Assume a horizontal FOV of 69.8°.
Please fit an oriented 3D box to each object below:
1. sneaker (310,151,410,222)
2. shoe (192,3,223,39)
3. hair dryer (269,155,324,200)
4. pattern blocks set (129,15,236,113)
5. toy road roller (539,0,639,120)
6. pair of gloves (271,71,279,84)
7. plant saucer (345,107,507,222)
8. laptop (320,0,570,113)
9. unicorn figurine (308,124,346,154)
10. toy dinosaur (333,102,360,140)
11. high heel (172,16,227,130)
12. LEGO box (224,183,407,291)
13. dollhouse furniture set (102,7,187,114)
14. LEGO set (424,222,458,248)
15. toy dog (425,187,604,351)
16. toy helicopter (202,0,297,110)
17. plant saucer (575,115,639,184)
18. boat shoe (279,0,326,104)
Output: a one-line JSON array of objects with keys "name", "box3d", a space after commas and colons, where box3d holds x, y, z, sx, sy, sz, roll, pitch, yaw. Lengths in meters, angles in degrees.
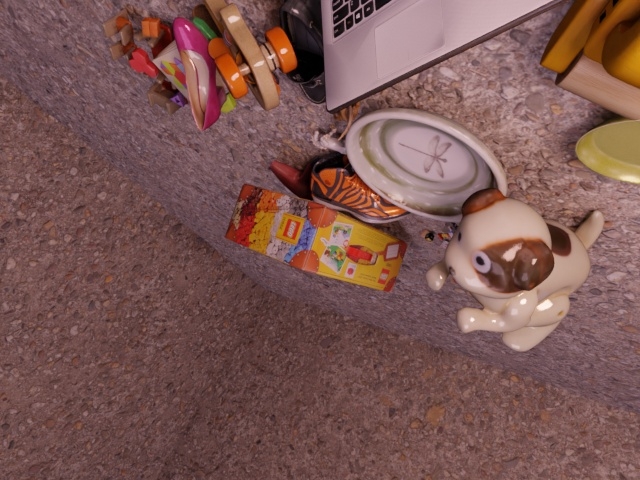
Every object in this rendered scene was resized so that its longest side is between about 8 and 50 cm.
[{"name": "sneaker", "box3d": [0.119, -0.161, 1.351, 0.320, 0.125, 0.180, 10, 141, 10]}, {"name": "shoe", "box3d": [-0.214, -0.469, 1.099, 0.219, 0.077, 0.058, 34, 155, -21]}, {"name": "hair dryer", "box3d": [-0.043, -0.222, 1.540, 0.293, 0.080, 0.224, 13, 141, 25]}, {"name": "pattern blocks set", "box3d": [-0.330, -0.428, 1.151, 0.285, 0.026, 0.324, 38, 151, -25]}, {"name": "toy road roller", "box3d": [0.413, -0.238, 0.550, 0.202, 0.241, 0.330, 27, 161, 6]}, {"name": "pair of gloves", "box3d": [-0.148, -0.433, 1.199, 0.083, 0.010, 0.074, 16, 159, 39]}, {"name": "plant saucer", "box3d": [0.256, -0.194, 1.104, 0.400, 0.101, 0.400, 25, 160, 10]}, {"name": "laptop", "box3d": [0.042, -0.428, 0.555, 0.236, 0.409, 0.381, 2, 173, -39]}, {"name": "unicorn figurine", "box3d": [0.034, -0.276, 1.269, 0.161, 0.060, 0.111, 30, 161, -2]}, {"name": "toy dinosaur", "box3d": [0.068, -0.299, 1.067, 0.064, 0.113, 0.212, 9, -159, -7]}, {"name": "high heel", "box3d": [-0.291, -0.375, 1.055, 0.082, 0.117, 0.244, 13, 150, 15]}, {"name": "LEGO box", "box3d": [0.000, 0.000, 1.545, 0.372, 0.193, 0.500, 19, 180, 40]}, {"name": "dollhouse furniture set", "box3d": [-0.443, -0.506, 1.313, 0.261, 0.135, 0.259, 26, 150, 7]}, {"name": "LEGO set", "box3d": [0.453, 0.025, 1.458, 0.244, 0.060, 0.182, 26, 157, 11]}, {"name": "toy dog", "box3d": [0.433, 0.055, 1.015, 0.395, 0.285, 0.407, -32, 147, 27]}, {"name": "toy helicopter", "box3d": [-0.181, -0.429, 0.964, 0.355, 0.140, 0.235, 60, 176, 7]}, {"name": "plant saucer", "box3d": [0.573, -0.158, 0.784, 0.240, 0.037, 0.241, 20, 171, 3]}, {"name": "boat shoe", "box3d": [-0.029, -0.391, 0.980, 0.127, 0.113, 0.340, 26, 161, 7]}]
